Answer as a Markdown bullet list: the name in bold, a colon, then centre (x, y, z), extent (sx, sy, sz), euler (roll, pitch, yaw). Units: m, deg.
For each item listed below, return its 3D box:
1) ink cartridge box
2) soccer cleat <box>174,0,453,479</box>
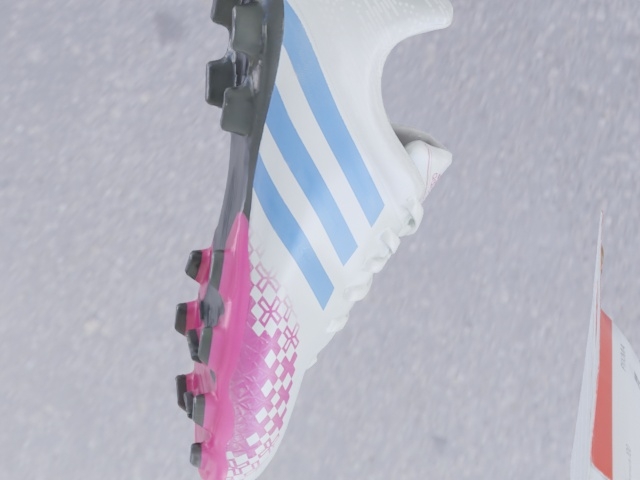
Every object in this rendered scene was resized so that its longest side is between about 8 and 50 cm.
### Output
- **ink cartridge box**: centre (0.205, 0.127, 1.310), extent (0.066, 0.189, 0.232), euler (8, 124, 3)
- **soccer cleat**: centre (0.000, 0.000, 1.092), extent (0.143, 0.116, 0.331), euler (3, 114, -13)
